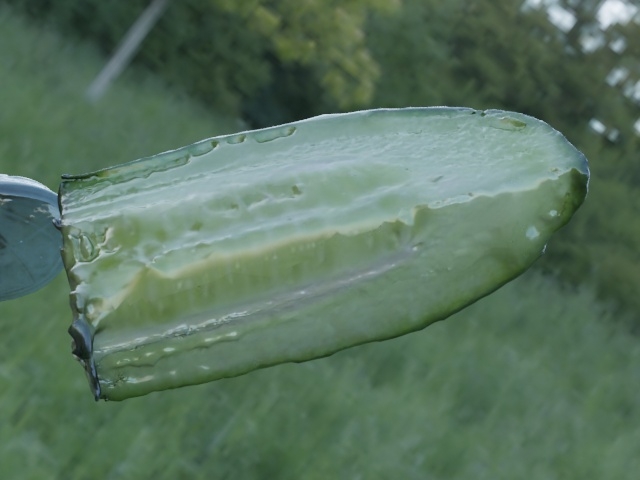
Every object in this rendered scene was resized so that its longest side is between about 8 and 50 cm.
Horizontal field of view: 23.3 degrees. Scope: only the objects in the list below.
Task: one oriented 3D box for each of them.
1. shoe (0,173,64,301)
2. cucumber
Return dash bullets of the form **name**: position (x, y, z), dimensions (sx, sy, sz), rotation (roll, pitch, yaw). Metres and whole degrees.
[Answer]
- **shoe**: position (-0.328, -0.005, 1.268), dimensions (0.251, 0.103, 0.100), rotation (-1, 9, -10)
- **cucumber**: position (0.000, 0.000, 0.962), dimensions (0.145, 0.325, 0.105), rotation (-115, -168, -49)
